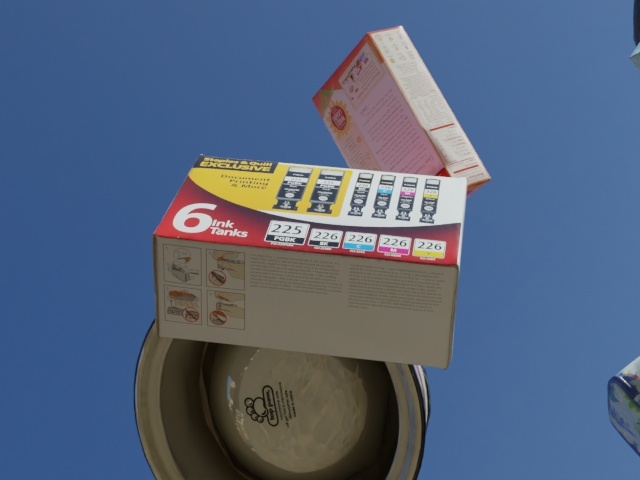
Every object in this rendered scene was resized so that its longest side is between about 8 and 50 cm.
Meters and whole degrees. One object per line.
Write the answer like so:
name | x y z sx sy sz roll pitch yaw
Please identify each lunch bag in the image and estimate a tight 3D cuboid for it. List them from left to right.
lunch bag | 0.451 0.250 1.469 0.090 0.219 0.176 -37 -27 -7

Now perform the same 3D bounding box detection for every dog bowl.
dog bowl | -0.037 0.216 1.598 0.408 0.408 0.150 -67 -16 16

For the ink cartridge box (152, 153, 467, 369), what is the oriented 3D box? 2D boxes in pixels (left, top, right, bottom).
ink cartridge box | 0.000 0.000 1.310 0.309 0.272 0.130 5 -61 6

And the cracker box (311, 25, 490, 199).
cracker box | 0.098 -0.130 1.510 0.067 0.232 0.156 -17 -17 -37

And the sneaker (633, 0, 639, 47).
sneaker | 0.475 -0.382 1.653 0.101 0.106 0.267 11 -84 1

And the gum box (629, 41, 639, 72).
gum box | 0.447 -0.176 1.256 0.157 0.184 0.041 51 -130 -13
